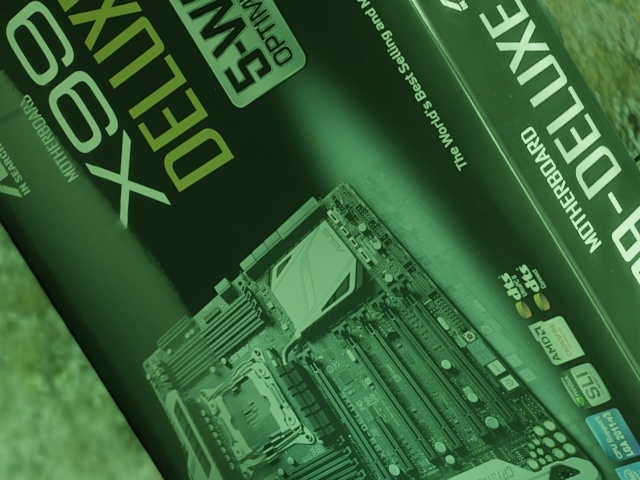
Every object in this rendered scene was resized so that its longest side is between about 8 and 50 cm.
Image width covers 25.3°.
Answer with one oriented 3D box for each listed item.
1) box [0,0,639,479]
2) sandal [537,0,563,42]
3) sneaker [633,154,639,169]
[{"bbox_3d":[0.000,0.000,0.553,0.076,0.242,0.307,-36,96,-47],"label":"box"},{"bbox_3d":[-0.026,-0.166,0.685,0.167,0.107,0.445,46,11,38],"label":"sandal"},{"bbox_3d":[0.350,0.035,0.935,0.384,0.147,0.145,29,54,-29],"label":"sneaker"}]
